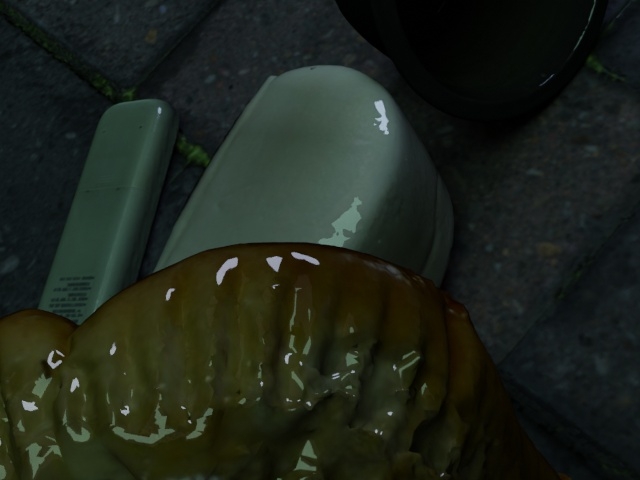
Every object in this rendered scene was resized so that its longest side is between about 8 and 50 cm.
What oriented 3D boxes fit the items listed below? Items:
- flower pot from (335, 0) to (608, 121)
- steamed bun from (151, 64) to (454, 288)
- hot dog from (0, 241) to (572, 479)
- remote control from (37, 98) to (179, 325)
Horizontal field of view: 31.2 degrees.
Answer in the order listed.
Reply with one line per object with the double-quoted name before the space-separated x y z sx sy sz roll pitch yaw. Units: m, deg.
"flower pot" 0.100 -0.222 0.916 0.235 0.235 0.148 -52 34 -9
"steamed bun" 0.000 0.000 0.853 0.164 0.146 0.241 14 67 36
"hot dog" -0.058 0.153 0.653 0.367 0.365 0.196 -22 50 12
"remote control" -0.198 0.003 1.025 0.090 0.038 0.309 -4 59 27
